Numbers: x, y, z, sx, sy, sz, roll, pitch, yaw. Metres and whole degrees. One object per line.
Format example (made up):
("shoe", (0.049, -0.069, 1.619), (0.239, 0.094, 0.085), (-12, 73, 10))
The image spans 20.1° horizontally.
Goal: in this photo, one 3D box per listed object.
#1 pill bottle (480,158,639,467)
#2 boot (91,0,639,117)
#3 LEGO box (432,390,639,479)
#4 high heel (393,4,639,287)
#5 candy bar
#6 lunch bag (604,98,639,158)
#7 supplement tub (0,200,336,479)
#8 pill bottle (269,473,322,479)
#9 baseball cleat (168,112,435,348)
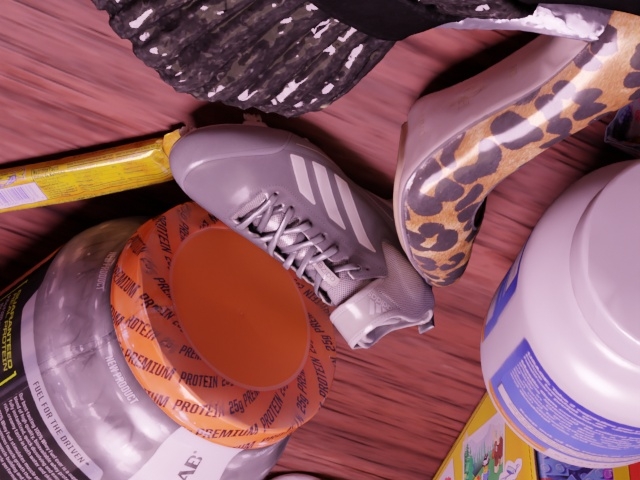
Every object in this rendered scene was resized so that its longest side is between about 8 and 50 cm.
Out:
("pill bottle", (0.183, 0.041, 1.046), (0.152, 0.152, 0.272), (1, 166, -3))
("boot", (0.088, -0.126, 0.838), (0.348, 0.131, 0.260), (33, 126, -24))
("LEGO box", (0.271, 0.286, 1.456), (0.372, 0.193, 0.500), (6, 147, -11))
("high heel", (0.136, -0.053, 1.007), (0.186, 0.093, 0.261), (3, 139, 5))
("candy bar", (-0.152, -0.039, 1.099), (0.161, 0.018, 0.040), (-10, 143, 14))
("lunch bag", (0.217, -0.061, 1.042), (0.071, 0.053, 0.083), (24, 149, -31))
("supplement tub", (-0.147, 0.108, 1.169), (0.193, 0.194, 0.316), (24, 141, -33))
("pill bottle", (-0.028, 0.263, 1.514), (0.086, 0.086, 0.152), (4, 147, -7))
("baseball cleat", (0.000, 0.000, 1.079), (0.206, 0.109, 0.072), (22, 132, -37))
